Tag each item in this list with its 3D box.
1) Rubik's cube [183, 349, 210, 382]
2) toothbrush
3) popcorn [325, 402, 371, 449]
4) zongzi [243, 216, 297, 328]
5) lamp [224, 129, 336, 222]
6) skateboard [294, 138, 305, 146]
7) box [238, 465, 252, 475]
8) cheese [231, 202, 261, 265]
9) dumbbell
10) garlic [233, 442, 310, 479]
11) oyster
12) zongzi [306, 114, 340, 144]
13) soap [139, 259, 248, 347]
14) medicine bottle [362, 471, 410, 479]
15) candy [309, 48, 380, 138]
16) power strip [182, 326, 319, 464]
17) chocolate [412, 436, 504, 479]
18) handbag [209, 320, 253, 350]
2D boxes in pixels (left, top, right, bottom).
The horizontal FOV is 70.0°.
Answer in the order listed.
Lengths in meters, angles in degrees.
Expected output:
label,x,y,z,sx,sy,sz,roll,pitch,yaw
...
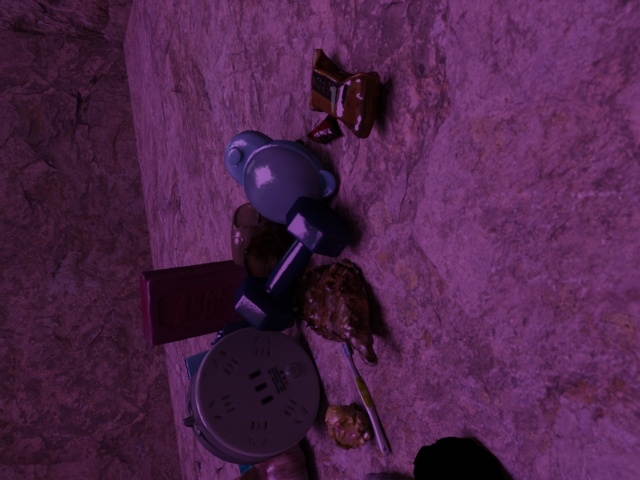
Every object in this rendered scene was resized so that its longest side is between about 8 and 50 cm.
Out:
label,x,y,z,sx,sy,sz,roll,pitch,yaw
Rubik's cube,-0.273,0.463,1.442,0.221,0.230,0.225,90,160,-63
toothbrush,0.101,0.363,1.062,0.026,0.022,0.263,114,139,-58
popcorn,0.061,0.435,1.075,0.097,0.109,0.089,-59,0,-3
zongzi,-0.138,0.073,1.341,0.300,0.138,0.286,-101,5,-57
lamp,-0.111,-0.157,1.129,0.284,0.147,0.209,43,121,15
skateboard,-0.068,-0.191,1.214,0.080,0.067,0.151,46,129,33
box,-0.246,0.927,1.713,0.161,0.042,0.227,-57,48,47
cheese,-0.234,-0.003,1.446,0.203,0.090,0.176,103,168,-49
dumbbell,-0.071,0.061,1.074,0.325,0.144,0.160,-56,18,20
garlic,-0.158,0.686,1.336,0.245,0.253,0.245,3,94,50
oyster,0.022,0.146,1.079,0.396,0.110,0.205,7,98,62
zongzi,0.017,-0.269,1.077,0.083,0.067,0.074,-7,77,41
soap,-0.423,0.206,1.577,0.128,0.359,0.233,17,109,53
medicine bottle,0.147,0.535,0.961,0.140,0.079,0.079,-25,74,57
candy,0.036,-0.323,0.981,0.271,0.101,0.143,47,136,52
power strip,-0.188,0.417,1.224,0.161,0.357,0.358,-54,50,51
chocolate,0.231,0.432,0.780,0.156,0.156,0.133,45,151,46
handbag,-0.275,0.335,1.528,0.229,0.179,0.062,-53,51,46
